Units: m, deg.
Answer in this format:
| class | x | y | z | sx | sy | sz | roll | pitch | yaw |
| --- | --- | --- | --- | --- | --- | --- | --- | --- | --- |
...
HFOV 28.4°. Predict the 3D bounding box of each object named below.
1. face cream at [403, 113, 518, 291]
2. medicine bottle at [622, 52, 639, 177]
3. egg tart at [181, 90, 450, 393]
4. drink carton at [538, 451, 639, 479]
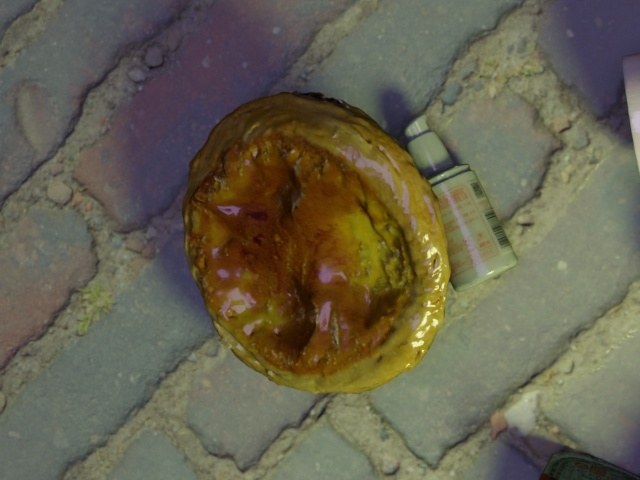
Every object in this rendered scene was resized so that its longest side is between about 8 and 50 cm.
| class | x | y | z | sx | sy | sz | roll | pitch | yaw |
| --- | --- | --- | --- | --- | --- | --- | --- | --- | --- |
| face cream | 0.182 | -0.058 | 1.785 | 0.101 | 0.101 | 0.251 | -27 | 83 | 16 |
| medicine bottle | 0.587 | -0.180 | 1.600 | 0.379 | 0.213 | 0.213 | -9 | 89 | 16 |
| egg tart | 0.000 | 0.000 | 1.781 | 0.443 | 0.178 | 0.443 | 11 | 111 | 31 |
| drink carton | 0.370 | 0.415 | 1.707 | 0.185 | 0.191 | 0.189 | 16 | 106 | 15 |
